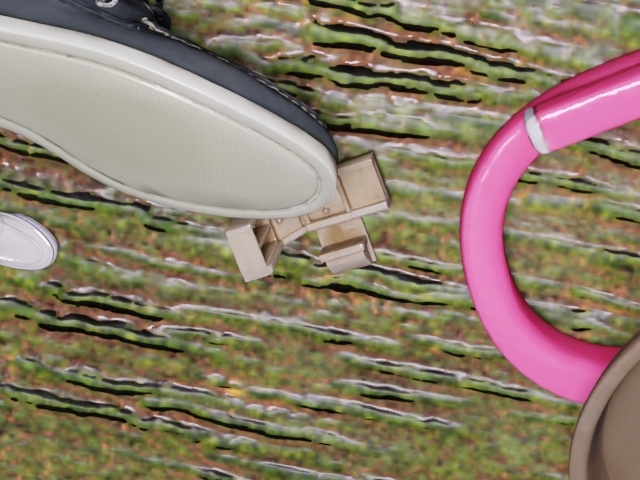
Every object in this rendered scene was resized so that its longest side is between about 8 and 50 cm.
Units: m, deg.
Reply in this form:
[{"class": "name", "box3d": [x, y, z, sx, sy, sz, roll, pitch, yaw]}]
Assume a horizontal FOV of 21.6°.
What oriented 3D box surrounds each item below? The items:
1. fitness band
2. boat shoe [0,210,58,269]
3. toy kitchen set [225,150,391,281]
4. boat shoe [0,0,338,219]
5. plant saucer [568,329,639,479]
[{"class": "fitness band", "box3d": [0.225, -0.012, 0.981, 0.291, 0.054, 0.209, -19, 107, 12]}, {"class": "boat shoe", "box3d": [-0.211, -0.005, 1.029, 0.100, 0.035, 0.035, 25, 110, -4]}, {"class": "toy kitchen set", "box3d": [0.000, 0.000, 0.991, 0.083, 0.075, 0.068, -17, 108, 15]}, {"class": "boat shoe", "box3d": [-0.141, -0.113, 0.947, 0.340, 0.113, 0.127, 15, 147, 8]}, {"class": "plant saucer", "box3d": [0.282, 0.113, 0.991, 0.278, 0.041, 0.278, -2, 125, -3]}]
